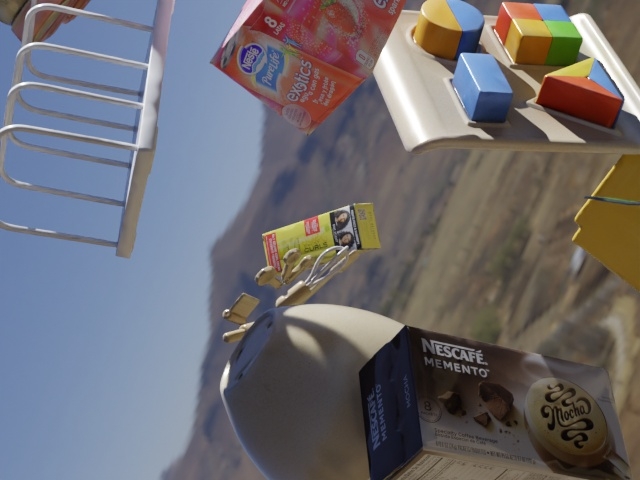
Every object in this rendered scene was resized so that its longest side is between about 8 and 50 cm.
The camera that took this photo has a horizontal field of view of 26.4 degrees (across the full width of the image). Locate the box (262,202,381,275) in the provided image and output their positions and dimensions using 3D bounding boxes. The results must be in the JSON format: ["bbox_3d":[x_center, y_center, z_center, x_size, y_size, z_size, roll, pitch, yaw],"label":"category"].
[{"bbox_3d":[0.000,0.000,2.474,0.232,0.058,0.087,-16,80,41],"label":"box"}]

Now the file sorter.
[{"bbox_3d":[-0.280,-0.157,1.614,0.192,0.173,0.277,112,164,-48],"label":"file sorter"}]

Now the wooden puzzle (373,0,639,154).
[{"bbox_3d":[0.253,-0.236,1.845,0.322,0.348,0.080,-107,19,-47],"label":"wooden puzzle"}]

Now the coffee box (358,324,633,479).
[{"bbox_3d":[0.207,0.224,1.627,0.119,0.297,0.168,-51,34,44],"label":"coffee box"}]

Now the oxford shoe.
[{"bbox_3d":[-0.400,-0.404,2.009,0.140,0.146,0.397,-50,8,17],"label":"oxford shoe"}]

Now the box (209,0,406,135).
[{"bbox_3d":[0.010,-0.296,1.635,0.142,0.154,0.300,-41,17,48],"label":"box"}]

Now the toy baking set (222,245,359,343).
[{"bbox_3d":[-0.042,0.084,2.141,0.256,0.030,0.196,-8,-38,-50],"label":"toy baking set"}]

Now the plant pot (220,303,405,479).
[{"bbox_3d":[-0.019,0.194,1.810,0.284,0.191,0.284,-50,16,21],"label":"plant pot"}]

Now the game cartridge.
[{"bbox_3d":[0.552,-0.024,1.896,0.285,0.324,0.053,-54,-16,12],"label":"game cartridge"}]

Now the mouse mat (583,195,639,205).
[{"bbox_3d":[0.351,-0.030,1.302,0.190,0.153,0.007,-147,63,-80],"label":"mouse mat"}]
